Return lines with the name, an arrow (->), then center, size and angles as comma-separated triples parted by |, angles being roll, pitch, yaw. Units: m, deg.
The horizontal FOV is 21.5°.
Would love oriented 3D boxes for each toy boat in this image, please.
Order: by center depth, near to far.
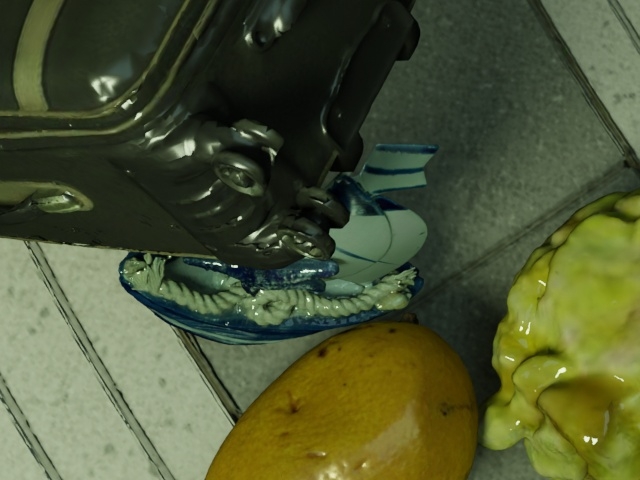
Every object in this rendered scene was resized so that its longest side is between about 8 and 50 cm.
toy boat -> -0.031, 0.005, 1.103 | 0.210, 0.291, 0.070 | -7, 71, -2

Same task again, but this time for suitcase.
suitcase -> -0.136, -0.133, 1.026 | 0.194, 0.434, 0.283 | 44, 63, -38

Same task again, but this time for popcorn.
popcorn -> 0.239, 0.082, 1.205 | 0.212, 0.259, 0.259 | 34, 62, -46

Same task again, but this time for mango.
mango -> 0.013, 0.154, 1.155 | 0.227, 0.109, 0.147 | -43, 82, -11
